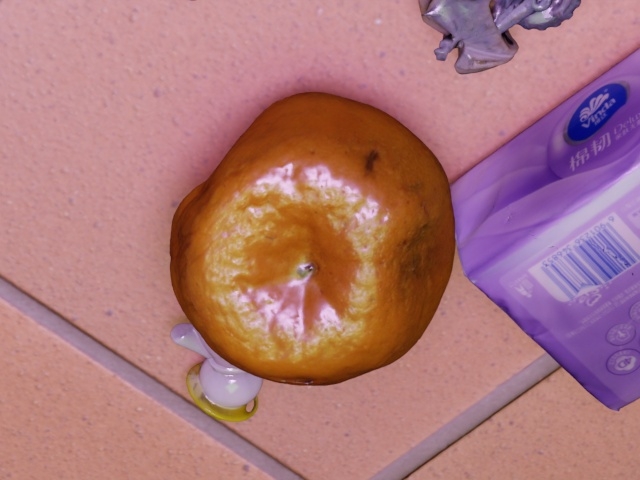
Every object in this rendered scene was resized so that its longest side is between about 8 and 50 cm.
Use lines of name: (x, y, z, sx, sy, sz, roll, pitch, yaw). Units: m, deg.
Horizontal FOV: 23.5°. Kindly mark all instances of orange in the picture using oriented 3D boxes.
orange: (0.000, 0.000, 1.293, 0.249, 0.183, 0.249, 0, 111, 1)

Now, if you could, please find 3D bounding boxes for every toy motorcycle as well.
toy motorcycle: (0.089, -0.209, 1.213, 0.229, 0.094, 0.130, 24, 127, -11)

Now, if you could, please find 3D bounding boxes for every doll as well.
doll: (-0.079, 0.096, 1.438, 0.129, 0.081, 0.207, -4, 132, -19)

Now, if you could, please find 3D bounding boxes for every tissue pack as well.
tissue pack: (0.313, -0.039, 1.324, 0.338, 0.160, 0.242, -36, 124, 19)
